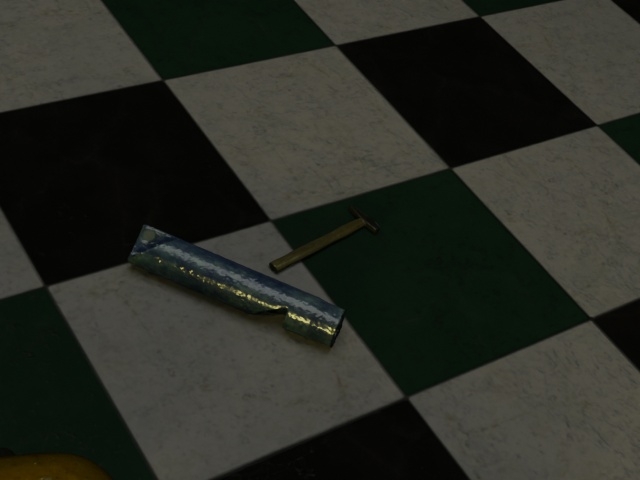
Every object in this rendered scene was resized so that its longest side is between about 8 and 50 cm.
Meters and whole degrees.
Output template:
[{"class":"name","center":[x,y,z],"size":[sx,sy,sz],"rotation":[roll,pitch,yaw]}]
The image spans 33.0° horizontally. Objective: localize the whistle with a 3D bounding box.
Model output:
[{"class":"whistle","center":[-0.113,0.061,1.465],"size":[0.304,0.062,0.062],"rotation":[22,44,6]}]

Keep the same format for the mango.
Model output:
[{"class":"mango","center":[-0.295,0.277,1.102],"size":[0.195,0.098,0.137],"rotation":[16,42,-9]}]

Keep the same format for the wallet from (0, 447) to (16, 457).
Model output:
[{"class":"wallet","center":[-0.314,0.342,1.130],"size":[0.245,0.052,0.168],"rotation":[41,43,14]}]

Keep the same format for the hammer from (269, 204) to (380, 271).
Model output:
[{"class":"hammer","center":[0.000,0.000,1.595],"size":[0.199,0.013,0.062],"rotation":[-26,58,-37]}]
